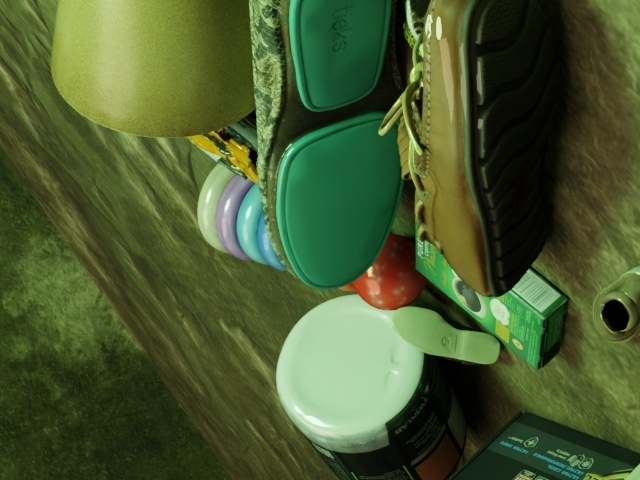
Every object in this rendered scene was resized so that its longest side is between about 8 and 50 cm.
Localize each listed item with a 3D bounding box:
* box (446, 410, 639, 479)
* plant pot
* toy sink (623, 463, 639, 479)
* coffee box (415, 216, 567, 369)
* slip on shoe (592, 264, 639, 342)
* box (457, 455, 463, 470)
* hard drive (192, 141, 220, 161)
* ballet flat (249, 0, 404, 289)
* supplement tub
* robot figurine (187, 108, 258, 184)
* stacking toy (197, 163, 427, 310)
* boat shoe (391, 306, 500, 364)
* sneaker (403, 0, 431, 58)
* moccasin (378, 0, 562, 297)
[{"bbox_3d":[0.220,0.332,1.368,0.073,0.293,0.295,59,161,-21],"label":"box"},{"bbox_3d":[-0.155,-0.273,1.264,0.237,0.237,0.254,41,145,27],"label":"plant pot"},{"bbox_3d":[0.394,0.298,1.151,0.234,0.131,0.153,19,144,57],"label":"toy sink"},{"bbox_3d":[0.175,0.043,1.325,0.184,0.040,0.113,41,158,28],"label":"coffee box"},{"bbox_3d":[0.270,0.066,1.145,0.051,0.041,0.135,48,161,10],"label":"slip on shoe"},{"bbox_3d":[0.161,0.336,1.843,0.058,0.087,0.232,40,158,30],"label":"box"},{"bbox_3d":[-0.201,-0.251,1.654,0.203,0.040,0.307,38,158,34],"label":"hard drive"},{"bbox_3d":[-0.001,-0.158,1.237,0.483,0.164,0.182,87,162,-52],"label":"ballet flat"},{"bbox_3d":[0.076,0.216,1.603,0.193,0.193,0.316,39,168,32],"label":"supplement tub"},{"bbox_3d":[-0.132,-0.160,1.452,0.291,0.085,0.211,35,171,23],"label":"robot figurine"},{"bbox_3d":[0.000,0.000,1.544,0.330,0.141,0.141,26,150,40],"label":"stacking toy"},{"bbox_3d":[0.140,0.112,1.456,0.133,0.049,0.042,19,170,-10],"label":"boat shoe"},{"bbox_3d":[0.084,-0.190,1.113,0.035,0.031,0.083,35,156,42],"label":"sneaker"},{"bbox_3d":[0.121,-0.094,1.074,0.147,0.139,0.380,33,165,23],"label":"moccasin"}]
